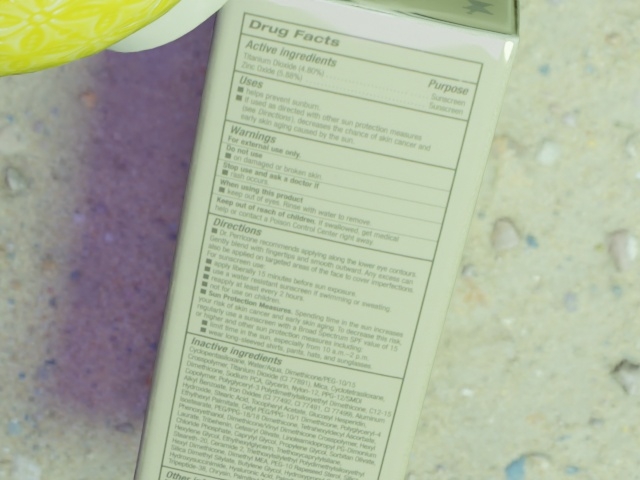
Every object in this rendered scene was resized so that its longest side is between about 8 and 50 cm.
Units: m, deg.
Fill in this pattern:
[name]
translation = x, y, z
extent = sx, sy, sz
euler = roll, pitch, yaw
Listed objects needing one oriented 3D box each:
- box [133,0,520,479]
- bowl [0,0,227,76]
[box]
translation = 0.000, 0.000, 0.930
extent = 0.148, 0.121, 0.311
euler = 14, 117, 0
[bowl]
translation = -0.108, -0.172, 0.784
extent = 0.289, 0.289, 0.156
euler = -28, 136, 18
